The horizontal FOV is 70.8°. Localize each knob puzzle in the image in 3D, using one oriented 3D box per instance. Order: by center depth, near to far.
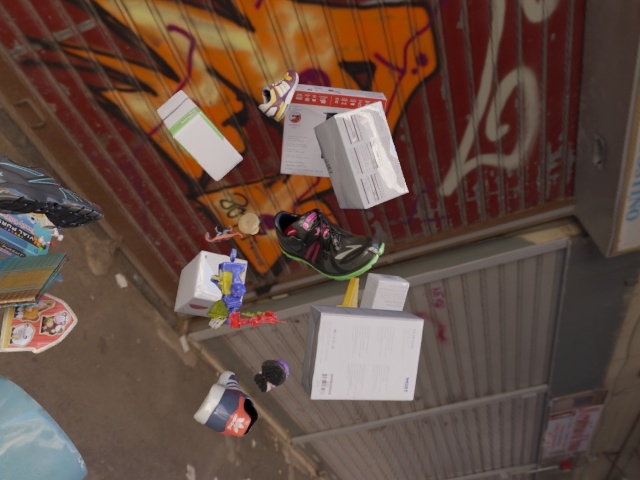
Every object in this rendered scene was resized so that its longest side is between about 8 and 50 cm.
[{"bbox_3d":[-0.839,0.242,1.350,0.030,0.213,0.213,122,-37,-52],"label":"knob puzzle"}]

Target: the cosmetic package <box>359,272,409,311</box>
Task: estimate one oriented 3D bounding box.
[{"bbox_3d":[0.193,0.228,1.452,0.085,0.117,0.231,-143,-118,-66],"label":"cosmetic package"}]

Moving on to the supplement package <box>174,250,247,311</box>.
[{"bbox_3d":[-0.417,0.175,1.693,0.293,0.178,0.175,-32,-131,55],"label":"supplement package"}]

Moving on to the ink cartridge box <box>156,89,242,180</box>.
[{"bbox_3d":[-0.384,-0.335,1.418,0.198,0.115,0.273,48,0,-42],"label":"ink cartridge box"}]

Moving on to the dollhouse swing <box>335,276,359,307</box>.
[{"bbox_3d":[0.189,0.368,1.767,0.305,0.315,0.346,-50,153,-35],"label":"dollhouse swing"}]

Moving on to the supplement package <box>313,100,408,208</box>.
[{"bbox_3d":[0.111,-0.237,1.302,0.204,0.145,0.261,-164,-126,-72],"label":"supplement package"}]

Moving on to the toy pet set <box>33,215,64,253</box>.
[{"bbox_3d":[-0.873,-0.023,1.467,0.065,0.122,0.114,5,74,-56],"label":"toy pet set"}]

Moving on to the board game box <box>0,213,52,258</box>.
[{"bbox_3d":[-1.072,-0.103,1.584,0.254,0.079,0.336,46,23,-46],"label":"board game box"}]

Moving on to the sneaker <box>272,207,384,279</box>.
[{"bbox_3d":[0.000,0.000,1.594,0.185,0.483,0.202,-55,136,-27],"label":"sneaker"}]

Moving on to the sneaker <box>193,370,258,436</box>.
[{"bbox_3d":[-0.245,0.461,1.242,0.148,0.131,0.350,32,-8,-1],"label":"sneaker"}]

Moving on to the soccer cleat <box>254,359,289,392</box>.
[{"bbox_3d":[-0.173,0.520,1.791,0.108,0.116,0.318,54,-33,12],"label":"soccer cleat"}]

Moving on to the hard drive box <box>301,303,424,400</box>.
[{"bbox_3d":[0.088,0.240,0.963,0.089,0.232,0.181,-166,-97,-74],"label":"hard drive box"}]

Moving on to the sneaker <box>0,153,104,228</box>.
[{"bbox_3d":[-0.567,-0.099,0.950,0.267,0.101,0.106,34,35,-71],"label":"sneaker"}]

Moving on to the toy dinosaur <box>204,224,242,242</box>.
[{"bbox_3d":[-0.288,-0.016,1.298,0.082,0.090,0.047,-29,112,-44],"label":"toy dinosaur"}]

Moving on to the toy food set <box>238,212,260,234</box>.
[{"bbox_3d":[-0.261,-0.063,1.653,0.020,0.083,0.082,53,44,-67],"label":"toy food set"}]

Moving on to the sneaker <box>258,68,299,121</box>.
[{"bbox_3d":[-0.125,-0.449,1.340,0.084,0.070,0.185,26,63,-27],"label":"sneaker"}]

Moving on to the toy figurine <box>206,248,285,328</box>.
[{"bbox_3d":[-0.238,0.134,1.328,0.362,0.191,0.217,163,-76,-71],"label":"toy figurine"}]

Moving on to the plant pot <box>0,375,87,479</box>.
[{"bbox_3d":[-0.650,0.446,0.895,0.195,0.290,0.290,-43,121,-47],"label":"plant pot"}]

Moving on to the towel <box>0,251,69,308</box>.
[{"bbox_3d":[-0.948,0.126,1.361,0.370,0.272,0.040,-131,-143,-66],"label":"towel"}]

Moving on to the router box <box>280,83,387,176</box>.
[{"bbox_3d":[0.037,-0.373,1.573,0.082,0.336,0.301,-97,-168,-56],"label":"router box"}]
